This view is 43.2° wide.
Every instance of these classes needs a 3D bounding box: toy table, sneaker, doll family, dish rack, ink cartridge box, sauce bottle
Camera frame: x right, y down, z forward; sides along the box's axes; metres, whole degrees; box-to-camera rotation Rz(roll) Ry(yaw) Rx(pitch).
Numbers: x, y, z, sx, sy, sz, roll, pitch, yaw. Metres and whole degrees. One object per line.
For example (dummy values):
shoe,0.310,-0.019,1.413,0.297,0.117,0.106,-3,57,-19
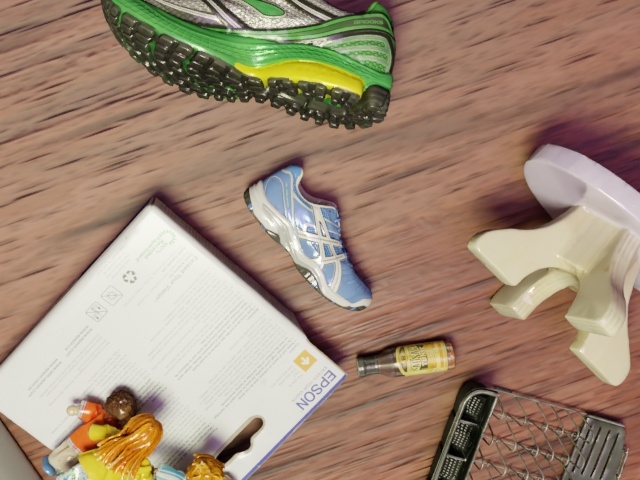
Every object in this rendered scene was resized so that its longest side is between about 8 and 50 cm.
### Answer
toy table,0.313,0.035,0.956,0.274,0.252,0.161,41,81,0
sneaker,-0.080,-0.236,0.925,0.343,0.134,0.147,14,76,-4
doll family,-0.203,0.293,0.958,0.163,0.118,0.263,-44,104,7
sneaker,0.000,0.000,0.992,0.081,0.080,0.211,-39,104,8
dish rack,0.282,0.310,1.090,0.271,0.074,0.208,16,102,-8
ink cartridge box,-0.193,0.170,1.022,0.330,0.071,0.324,42,97,-15
sauce bottle,0.111,0.158,1.057,0.128,0.042,0.042,-9,104,-4

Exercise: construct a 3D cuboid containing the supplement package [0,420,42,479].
supplement package,-0.488,0.354,1.005,0.244,0.134,0.139,-27,104,2
